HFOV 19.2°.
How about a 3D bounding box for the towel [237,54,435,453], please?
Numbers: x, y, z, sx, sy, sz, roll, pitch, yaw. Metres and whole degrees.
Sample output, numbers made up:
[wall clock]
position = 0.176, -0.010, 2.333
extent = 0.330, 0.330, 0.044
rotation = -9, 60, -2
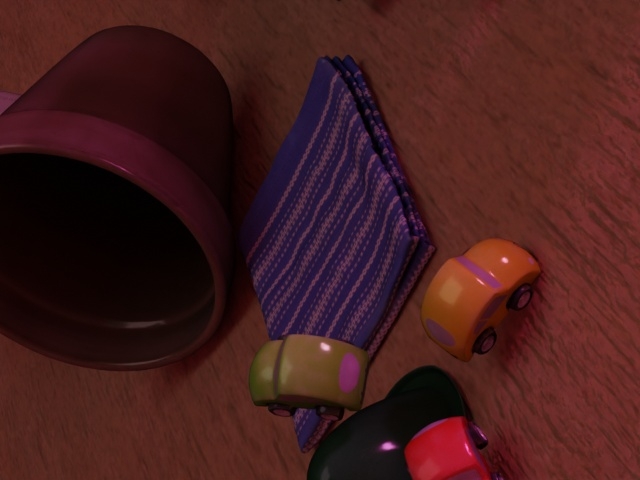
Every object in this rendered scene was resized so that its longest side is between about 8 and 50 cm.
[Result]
[towel]
position = 0.000, 0.000, 1.744
extent = 0.243, 0.040, 0.336
rotation = -62, 26, 26

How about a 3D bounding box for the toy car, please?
[toy car]
position = 0.042, 0.103, 1.407
extent = 0.225, 0.053, 0.239
rotation = 1, 69, 24

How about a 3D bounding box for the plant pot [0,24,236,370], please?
[plant pot]
position = -0.218, -0.068, 2.000
extent = 0.323, 0.323, 0.280
rotation = -48, 16, 45

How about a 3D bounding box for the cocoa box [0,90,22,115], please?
[cocoa box]
position = -0.474, -0.048, 2.449
extent = 0.347, 0.231, 0.228
rotation = 103, 177, -77

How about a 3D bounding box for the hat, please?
[hat]
position = -0.004, 0.171, 1.451
extent = 0.173, 0.184, 0.208
rotation = -58, 27, 31
